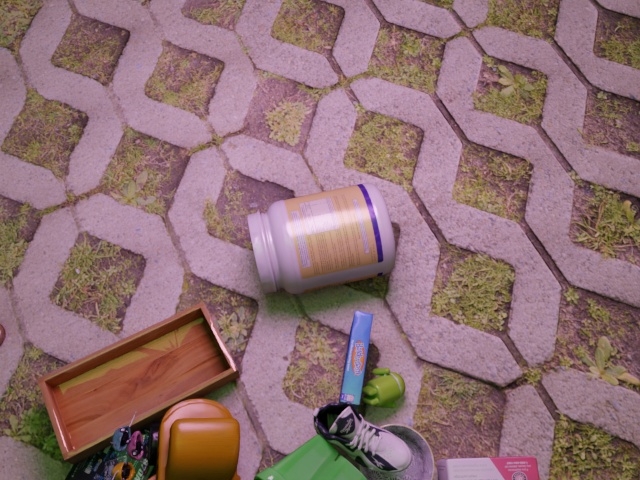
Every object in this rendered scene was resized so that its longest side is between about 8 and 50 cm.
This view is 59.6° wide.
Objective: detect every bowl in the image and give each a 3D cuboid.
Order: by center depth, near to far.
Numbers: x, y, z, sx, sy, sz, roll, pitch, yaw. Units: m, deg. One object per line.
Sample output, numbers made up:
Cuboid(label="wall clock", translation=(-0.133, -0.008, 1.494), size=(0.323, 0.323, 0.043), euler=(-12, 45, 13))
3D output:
Cuboid(label="bowl", translation=(0.171, 0.514, 1.288), size=(0.170, 0.080, 0.169), euler=(0, 69, -1))

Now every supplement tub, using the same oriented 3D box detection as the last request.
Cuboid(label="supplement tub", translation=(0.000, 0.000, 1.404), size=(0.332, 0.241, 0.240), euler=(-12, 69, -5))

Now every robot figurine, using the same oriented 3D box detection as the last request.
Cuboid(label="robot figurine", translation=(0.155, 0.358, 1.347), size=(0.115, 0.067, 0.101), euler=(-16, 96, -29))

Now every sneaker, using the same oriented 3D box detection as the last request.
Cuboid(label="sneaker", translation=(0.080, 0.419, 1.204), size=(0.235, 0.153, 0.094), euler=(26, 71, 26))

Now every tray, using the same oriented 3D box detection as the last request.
Cuboid(label="tray", translation=(-0.424, 0.329, 1.328), size=(0.411, 0.076, 0.202), euler=(-24, 64, -19))

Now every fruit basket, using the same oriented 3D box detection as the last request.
Cuboid(label="fruit basket", translation=(-0.029, 0.656, 1.153), size=(0.393, 0.282, 0.391), euler=(7, 55, -9))

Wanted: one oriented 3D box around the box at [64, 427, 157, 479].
Cuboid(label="box", translation=(-0.477, 0.531, 1.296), size=(0.175, 0.051, 0.220), euler=(22, 70, 8))

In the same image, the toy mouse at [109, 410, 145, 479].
Cuboid(label="toy mouse", translation=(-0.418, 0.443, 1.204), size=(0.031, 0.161, 0.142), euler=(-5, 69, 8))

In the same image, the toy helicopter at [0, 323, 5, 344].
Cuboid(label="toy helicopter", translation=(-0.979, 0.211, 1.402), size=(0.356, 0.140, 0.234), euler=(6, 59, -9))

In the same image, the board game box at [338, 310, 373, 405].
Cuboid(label="board game box", translation=(0.083, 0.290, 1.333), size=(0.047, 0.160, 0.210), euler=(10, 70, 3))

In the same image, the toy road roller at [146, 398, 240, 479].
Cuboid(label="toy road roller", translation=(-0.260, 0.498, 1.164), size=(0.203, 0.240, 0.329), euler=(5, 56, -19))

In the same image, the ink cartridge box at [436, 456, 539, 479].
Cuboid(label="ink cartridge box", translation=(0.380, 0.626, 1.224), size=(0.208, 0.117, 0.282), euler=(-2, 68, -1))
